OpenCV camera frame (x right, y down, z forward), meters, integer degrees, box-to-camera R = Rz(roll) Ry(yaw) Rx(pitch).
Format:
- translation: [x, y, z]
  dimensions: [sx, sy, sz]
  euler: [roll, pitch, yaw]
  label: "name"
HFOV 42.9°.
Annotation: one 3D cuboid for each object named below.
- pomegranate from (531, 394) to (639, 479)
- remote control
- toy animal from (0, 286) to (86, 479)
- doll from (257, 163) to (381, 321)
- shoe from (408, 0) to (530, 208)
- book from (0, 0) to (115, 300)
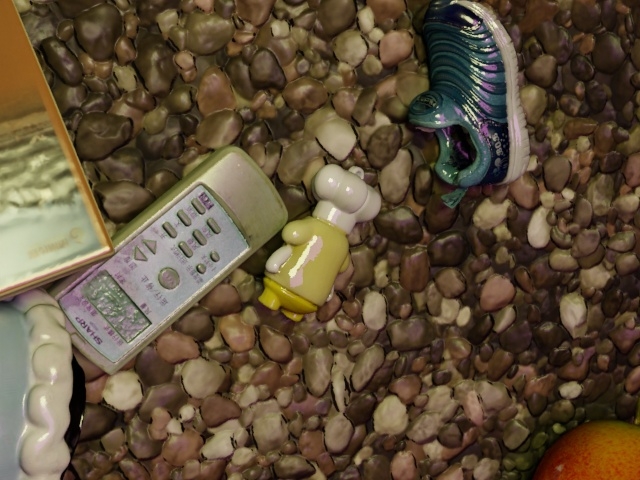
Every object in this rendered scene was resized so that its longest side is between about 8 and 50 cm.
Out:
- translation: [0.355, 0.295, 0.922]
  dimensions: [0.221, 0.221, 0.257]
  euler: [33, 77, -25]
  label: "pomegranate"
- translation: [-0.138, 0.015, 0.750]
  dimensions: [0.233, 0.038, 0.098]
  euler: [-41, 111, -12]
  label: "remote control"
- translation: [-0.290, 0.138, 0.630]
  dimensions: [0.204, 0.156, 0.208]
  euler: [6, 99, -21]
  label: "toy animal"
- translation: [0.000, 0.000, 0.792]
  dimensions: [0.163, 0.062, 0.106]
  euler: [-60, 143, -3]
  label: "doll"
- translation: [0.141, -0.140, 0.818]
  dimensions: [0.106, 0.091, 0.207]
  euler: [-24, 110, -25]
  label: "shoe"
- translation: [-0.338, -0.114, 0.579]
  dimensions: [0.262, 0.028, 0.374]
  euler: [-21, 86, -20]
  label: "book"
